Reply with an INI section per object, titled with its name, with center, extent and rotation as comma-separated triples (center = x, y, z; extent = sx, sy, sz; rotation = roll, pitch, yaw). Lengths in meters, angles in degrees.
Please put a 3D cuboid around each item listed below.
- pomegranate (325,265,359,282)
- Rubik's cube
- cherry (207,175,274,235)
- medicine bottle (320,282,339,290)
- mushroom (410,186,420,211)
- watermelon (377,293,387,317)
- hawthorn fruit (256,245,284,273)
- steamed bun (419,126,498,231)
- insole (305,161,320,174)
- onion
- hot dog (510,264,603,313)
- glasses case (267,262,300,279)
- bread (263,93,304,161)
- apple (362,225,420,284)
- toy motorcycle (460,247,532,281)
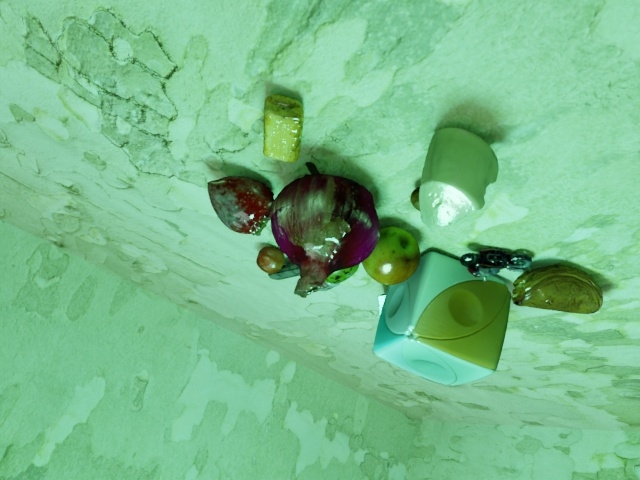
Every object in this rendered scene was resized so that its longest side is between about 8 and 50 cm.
[pomegranate]
center = 0.023, 0.057, 1.788
extent = 0.211, 0.263, 0.210
rotation = 26, 130, 36
[Rubik's cube]
center = 0.420, 0.283, 1.807
extent = 0.348, 0.352, 0.351
rotation = 23, 156, -7
[cherry]
center = -0.267, -0.129, 1.708
extent = 0.250, 0.175, 0.192
rotation = 29, 143, -13
[medicine bottle]
center = 0.025, 0.171, 2.171
extent = 0.079, 0.079, 0.140
rotation = 29, 152, -16
[mushroom]
center = 0.316, -0.110, 1.442
extent = 0.126, 0.084, 0.109
rotation = 25, -172, -15
[watermelon]
center = 0.333, 0.323, 2.095
extent = 0.290, 0.213, 0.320
rotation = 38, 160, -28
[hawthorn fruit]
center = -0.210, 0.083, 2.136
extent = 0.128, 0.128, 0.128
rotation = 16, 153, 8
[steamed bun]
center = 0.328, -0.136, 1.223
extent = 0.171, 0.225, 0.200
rotation = 12, 150, 17
[insole]
center = -0.010, -0.199, 1.588
extent = 0.045, 0.002, 0.135
rotation = 4, 149, 29
[onion]
center = 0.000, 0.000, 1.529
extent = 0.348, 0.385, 0.347
rotation = 13, 155, 6
[hot dog]
center = 0.746, 0.160, 1.612
extent = 0.273, 0.122, 0.196
rotation = 5, 154, -4
[glasses case]
center = -0.096, 0.119, 2.152
extent = 0.114, 0.060, 0.299
rotation = -1, 170, -39
[bread]
center = -0.101, -0.299, 1.375
extent = 0.114, 0.083, 0.211
rotation = 15, 153, -1
[apple]
center = 0.233, 0.046, 1.678
extent = 0.196, 0.195, 0.196
rotation = 16, 153, 8
[toy motorcycle]
center = 0.556, 0.079, 1.628
extent = 0.213, 0.082, 0.122
rotation = 0, 154, 18
